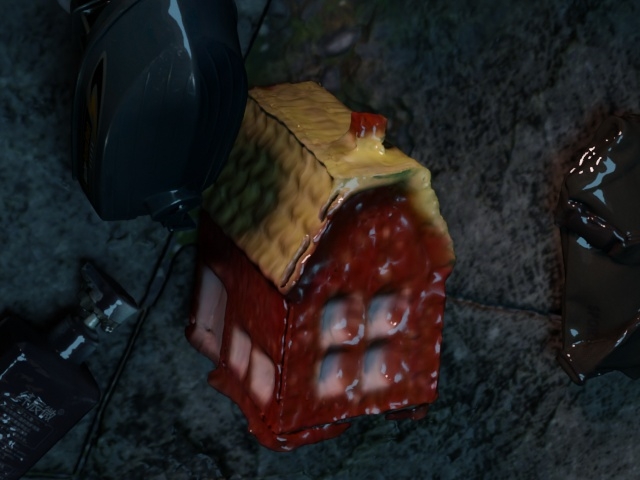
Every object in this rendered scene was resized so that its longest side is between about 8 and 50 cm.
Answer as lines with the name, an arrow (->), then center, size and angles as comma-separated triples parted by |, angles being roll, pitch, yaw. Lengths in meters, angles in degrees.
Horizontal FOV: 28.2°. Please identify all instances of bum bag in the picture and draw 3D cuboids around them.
bum bag -> 0.289, 0.025, 1.227 | 0.142, 0.079, 0.326 | -24, 126, -16

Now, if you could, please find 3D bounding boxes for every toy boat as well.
toy boat -> -0.113, -0.105, 0.859 | 0.114, 0.122, 0.296 | -22, 165, -17

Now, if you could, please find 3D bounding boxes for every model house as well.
model house -> 0.000, 0.000, 0.995 | 0.160, 0.196, 0.254 | -5, 119, -25

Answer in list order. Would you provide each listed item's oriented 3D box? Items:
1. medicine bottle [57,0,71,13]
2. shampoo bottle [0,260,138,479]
medicine bottle -> -0.141, -0.212, 0.872 | 0.183, 0.069, 0.119 | -8, 131, -24
shampoo bottle -> -0.267, 0.149, 1.025 | 0.309, 0.071, 0.098 | -44, 127, 3
